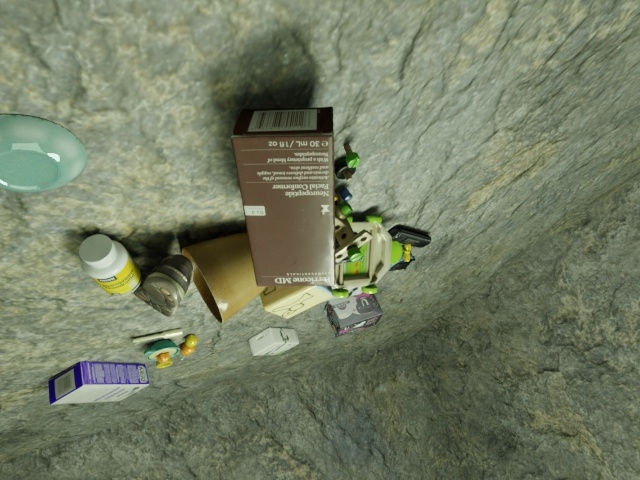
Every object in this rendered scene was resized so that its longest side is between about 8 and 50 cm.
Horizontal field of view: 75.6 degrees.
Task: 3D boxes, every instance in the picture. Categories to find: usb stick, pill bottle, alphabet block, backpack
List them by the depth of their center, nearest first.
[{"bbox_3d":[-0.525,0.062,1.031,0.103,0.103,0.184,-17,154,-13],"label":"pill bottle"},{"bbox_3d":[-0.095,0.130,1.408,0.197,0.193,0.192,-27,153,9],"label":"alphabet block"},{"bbox_3d":[0.363,-0.010,1.677,0.077,0.045,0.278,-32,154,33],"label":"usb stick"},{"bbox_3d":[0.331,0.082,1.780,0.114,0.084,0.105,-13,152,-31],"label":"backpack"}]

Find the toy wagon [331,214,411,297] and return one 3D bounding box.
[{"bbox_3d":[0.154,0.048,1.401,0.344,0.267,0.068,-3,-169,-28],"label":"toy wagon"}]

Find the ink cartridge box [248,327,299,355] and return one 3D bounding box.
[{"bbox_3d":[-0.245,0.535,2.178,0.160,0.092,0.219,-34,153,22],"label":"ink cartridge box"}]

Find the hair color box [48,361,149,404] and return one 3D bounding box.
[{"bbox_3d":[-0.924,0.601,1.745,0.185,0.110,0.339,-30,152,12],"label":"hair color box"}]

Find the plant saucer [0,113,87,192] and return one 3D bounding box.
[{"bbox_3d":[-0.523,-0.136,0.731,0.195,0.037,0.195,-18,154,-9],"label":"plant saucer"}]

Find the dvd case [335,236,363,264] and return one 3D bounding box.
[{"bbox_3d":[0.000,0.000,1.211,0.164,0.221,0.018,-8,129,-29],"label":"dvd case"}]

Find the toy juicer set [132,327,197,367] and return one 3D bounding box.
[{"bbox_3d":[-0.622,0.455,1.726,0.209,0.089,0.329,-17,153,-12],"label":"toy juicer set"}]

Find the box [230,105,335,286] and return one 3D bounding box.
[{"bbox_3d":[-0.063,-0.079,0.887,0.191,0.143,0.381,-1,130,2],"label":"box"}]

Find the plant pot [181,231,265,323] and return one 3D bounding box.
[{"bbox_3d":[-0.230,0.073,1.194,0.254,0.237,0.237,-28,159,-26],"label":"plant pot"}]

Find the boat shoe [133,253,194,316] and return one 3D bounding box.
[{"bbox_3d":[-0.430,0.128,1.178,0.355,0.132,0.130,-23,-151,56],"label":"boat shoe"}]

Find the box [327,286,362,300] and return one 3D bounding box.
[{"bbox_3d":[0.074,0.181,1.761,0.290,0.087,0.169,-7,150,-31],"label":"box"}]

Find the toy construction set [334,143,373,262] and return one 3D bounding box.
[{"bbox_3d":[-0.010,-0.045,1.086,0.309,0.237,0.257,-21,154,-2],"label":"toy construction set"}]

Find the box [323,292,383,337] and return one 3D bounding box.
[{"bbox_3d":[0.167,0.363,2.099,0.247,0.163,0.142,-12,149,-21],"label":"box"}]
